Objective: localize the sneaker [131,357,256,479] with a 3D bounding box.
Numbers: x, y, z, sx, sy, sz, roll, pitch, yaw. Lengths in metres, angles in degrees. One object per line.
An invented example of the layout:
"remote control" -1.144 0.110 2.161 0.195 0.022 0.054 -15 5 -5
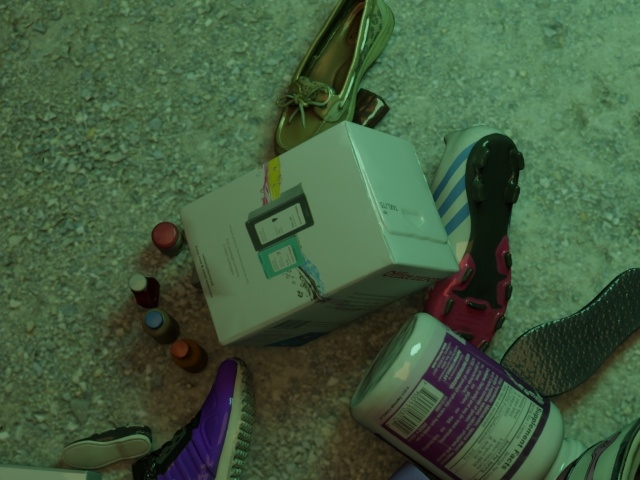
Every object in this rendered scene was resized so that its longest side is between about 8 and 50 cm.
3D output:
"sneaker" -0.177 0.292 1.769 0.146 0.102 0.293 9 78 8

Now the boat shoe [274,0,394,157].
"boat shoe" 0.007 -0.235 1.872 0.105 0.089 0.285 18 74 27

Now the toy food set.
"toy food set" -0.198 0.057 1.824 0.111 0.104 0.232 7 78 6

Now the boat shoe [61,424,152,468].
"boat shoe" -0.291 0.278 1.815 0.125 0.038 0.046 -14 118 7

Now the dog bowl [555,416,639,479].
"dog bowl" 0.418 0.404 1.570 0.150 0.408 0.408 -26 71 43

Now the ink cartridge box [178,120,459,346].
"ink cartridge box" 0.000 0.000 1.723 0.270 0.198 0.197 -26 73 25

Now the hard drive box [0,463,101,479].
"hard drive box" -0.423 0.388 1.775 0.232 0.089 0.181 3 78 5

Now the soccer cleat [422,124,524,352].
"soccer cleat" 0.195 0.006 1.812 0.116 0.143 0.331 8 98 -26

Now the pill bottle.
"pill bottle" 0.201 0.240 1.700 0.301 0.169 0.169 36 82 -4

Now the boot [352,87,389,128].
"boot" 0.071 -0.153 1.887 0.106 0.037 0.114 36 78 13

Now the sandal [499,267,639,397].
"sandal" 0.354 0.132 1.793 0.254 0.054 0.097 -30 83 -12

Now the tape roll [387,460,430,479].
"tape roll" 0.150 0.371 1.678 0.189 0.189 0.080 42 83 12
